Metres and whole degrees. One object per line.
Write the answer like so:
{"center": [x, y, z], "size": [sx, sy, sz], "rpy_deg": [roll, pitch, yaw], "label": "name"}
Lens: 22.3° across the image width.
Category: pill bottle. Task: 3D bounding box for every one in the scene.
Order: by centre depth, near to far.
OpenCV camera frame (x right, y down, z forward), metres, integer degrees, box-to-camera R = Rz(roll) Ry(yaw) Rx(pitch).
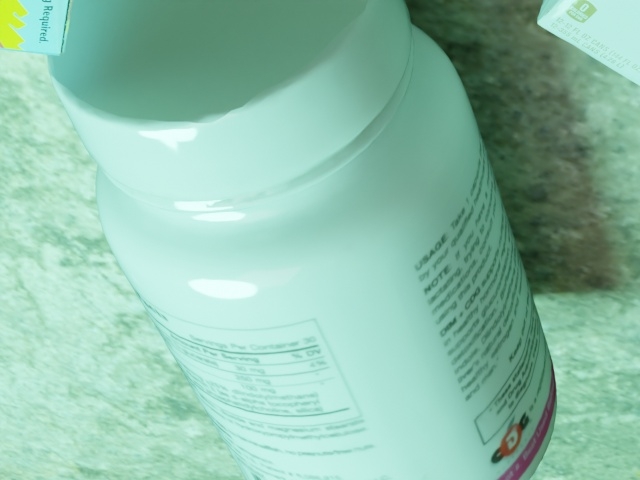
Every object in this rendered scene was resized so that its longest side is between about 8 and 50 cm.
{"center": [0.000, 0.000, 0.703], "size": [0.160, 0.160, 0.283], "rpy_deg": [2, 141, 24], "label": "pill bottle"}

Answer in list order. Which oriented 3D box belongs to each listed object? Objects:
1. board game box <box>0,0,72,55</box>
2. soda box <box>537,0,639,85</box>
{"center": [-0.213, -0.170, 0.528], "size": [0.275, 0.144, 0.142], "rpy_deg": [4, 146, -13], "label": "board game box"}
{"center": [0.191, -0.068, 0.593], "size": [0.216, 0.074, 0.069], "rpy_deg": [29, 144, -11], "label": "soda box"}
